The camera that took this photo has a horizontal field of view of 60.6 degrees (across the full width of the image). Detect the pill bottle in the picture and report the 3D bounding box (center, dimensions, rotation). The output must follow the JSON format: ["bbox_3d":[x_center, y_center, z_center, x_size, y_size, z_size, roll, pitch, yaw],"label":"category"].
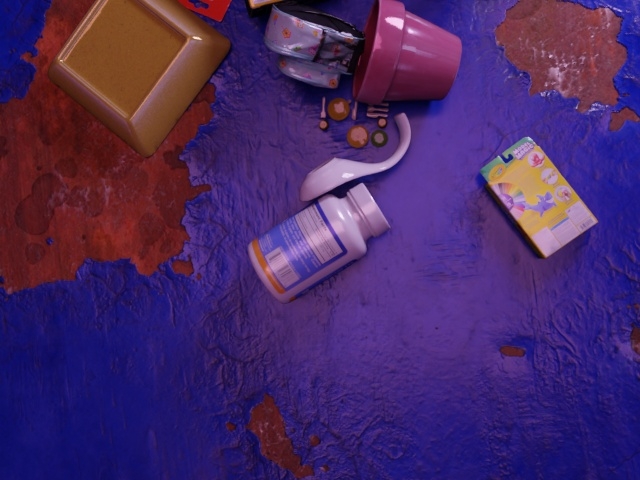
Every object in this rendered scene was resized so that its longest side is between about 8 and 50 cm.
[{"bbox_3d":[0.000,0.000,1.127,0.272,0.152,0.152,-32,84,5],"label":"pill bottle"}]

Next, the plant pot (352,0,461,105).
[{"bbox_3d":[0.174,-0.365,1.105,0.180,0.201,0.202,10,90,-8],"label":"plant pot"}]

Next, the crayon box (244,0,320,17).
[{"bbox_3d":[-0.094,-0.655,1.135,0.203,0.083,0.323,-17,100,-8],"label":"crayon box"}]

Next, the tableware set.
[{"bbox_3d":[0.072,-0.255,1.190,0.154,0.024,0.104,6,98,6],"label":"tableware set"}]

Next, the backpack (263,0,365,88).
[{"bbox_3d":[-0.025,-0.401,1.114,0.188,0.166,0.144,18,117,-23],"label":"backpack"}]

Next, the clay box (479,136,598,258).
[{"bbox_3d":[0.437,-0.088,1.120,0.127,0.053,0.222,-36,83,5],"label":"clay box"}]

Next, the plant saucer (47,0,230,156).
[{"bbox_3d":[-0.429,-0.416,1.230,0.332,0.081,0.333,39,95,8],"label":"plant saucer"}]

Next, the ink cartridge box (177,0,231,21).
[{"bbox_3d":[-0.254,-0.607,1.235,0.145,0.045,0.179,25,89,8],"label":"ink cartridge box"}]

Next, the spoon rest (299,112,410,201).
[{"bbox_3d":[0.074,-0.155,1.137,0.276,0.137,0.084,-35,101,0],"label":"spoon rest"}]
